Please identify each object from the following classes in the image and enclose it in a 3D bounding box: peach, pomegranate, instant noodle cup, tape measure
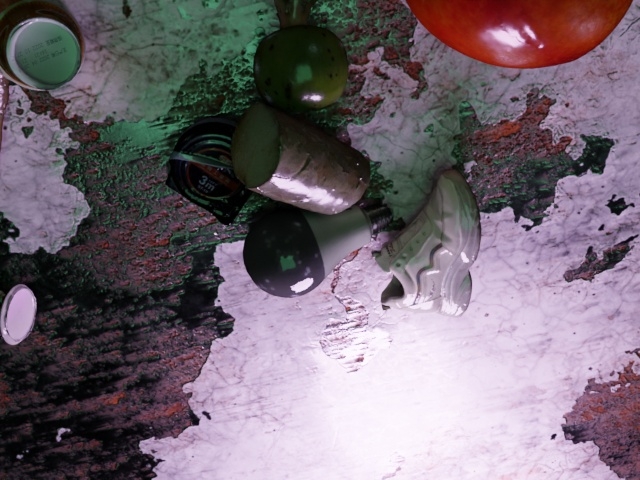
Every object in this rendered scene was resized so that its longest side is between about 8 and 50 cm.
[{"bbox_3d":[0.326,-0.449,1.127,0.389,0.388,0.387,-2,116,-3],"label":"peach"},{"bbox_3d":[-0.039,-0.339,1.260,0.182,0.181,0.224,-6,93,-1],"label":"pomegranate"},{"bbox_3d":[-0.478,-0.326,1.195,0.169,0.185,0.168,-8,111,-22],"label":"instant noodle cup"},{"bbox_3d":[-0.202,-0.146,1.370,0.182,0.107,0.181,36,111,-19],"label":"tape measure"}]

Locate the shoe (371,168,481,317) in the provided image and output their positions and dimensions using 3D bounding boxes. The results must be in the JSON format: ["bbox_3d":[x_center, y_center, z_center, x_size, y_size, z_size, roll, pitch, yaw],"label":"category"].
[{"bbox_3d":[0.213,0.017,1.462,0.211,0.132,0.341,-3,119,-6],"label":"shoe"}]

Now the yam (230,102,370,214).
[{"bbox_3d":[-0.040,-0.142,1.298,0.268,0.161,0.161,15,119,-48],"label":"yam"}]

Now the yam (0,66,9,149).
[{"bbox_3d":[-0.628,-0.231,1.325,0.061,0.061,0.252,14,114,-11],"label":"yam"}]

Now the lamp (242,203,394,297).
[{"bbox_3d":[-0.014,-0.003,1.448,0.314,0.182,0.181,-29,119,-27],"label":"lamp"}]

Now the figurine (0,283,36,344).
[{"bbox_3d":[-0.702,0.151,1.478,0.154,0.132,0.132,5,116,7],"label":"figurine"}]
